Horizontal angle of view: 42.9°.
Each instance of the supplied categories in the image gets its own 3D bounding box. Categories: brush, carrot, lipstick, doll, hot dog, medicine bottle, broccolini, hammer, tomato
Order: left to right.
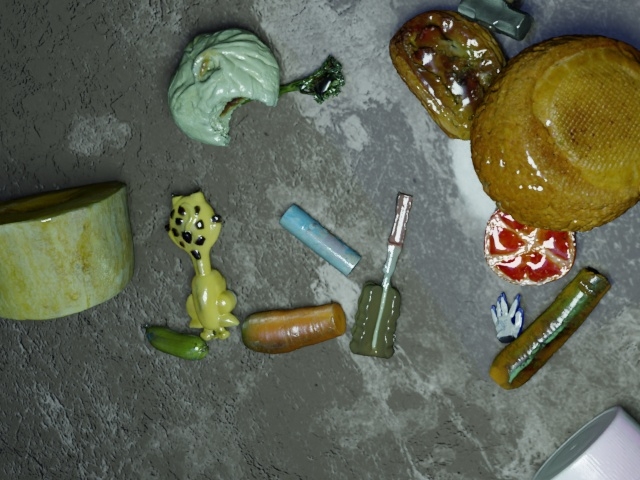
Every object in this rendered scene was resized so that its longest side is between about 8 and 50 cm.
[{"bbox_3d":[-0.220,0.048,1.535,0.117,0.086,0.291,-7,101,25],"label":"doll"},{"bbox_3d":[-0.071,-0.263,1.456,0.254,0.071,0.057,-11,136,26],"label":"broccolini"},{"bbox_3d":[-0.050,0.166,1.514,0.193,0.087,0.087,-6,100,15],"label":"carrot"},{"bbox_3d":[0.000,0.000,1.477,0.158,0.048,0.048,38,110,6],"label":"lipstick"},{"bbox_3d":[0.118,0.063,1.454,0.084,0.071,0.301,11,97,-2],"label":"brush"},{"bbox_3d":[0.210,-0.272,1.317,0.160,0.099,0.227,-42,86,-9],"label":"hot dog"},{"bbox_3d":[0.347,-0.002,1.356,0.155,0.069,0.155,3,103,13],"label":"tomato"},{"bbox_3d":[0.387,0.150,1.381,0.070,0.070,0.260,39,109,6],"label":"carrot"},{"bbox_3d":[0.347,-0.482,1.229,0.111,0.043,0.365,35,99,29],"label":"hammer"},{"bbox_3d":[0.522,0.454,1.304,0.325,0.256,0.256,48,111,11],"label":"medicine bottle"}]

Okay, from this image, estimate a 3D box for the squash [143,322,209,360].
[{"bbox_3d":[-0.285,0.197,1.579,0.183,0.052,0.052,11,107,40],"label":"squash"}]

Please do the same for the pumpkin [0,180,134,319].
[{"bbox_3d":[-0.497,0.021,1.491,0.332,0.332,0.199,-6,101,19],"label":"pumpkin"}]

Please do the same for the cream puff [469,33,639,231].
[{"bbox_3d":[0.362,-0.155,1.227,0.303,0.212,0.303,1,85,-16],"label":"cream puff"}]

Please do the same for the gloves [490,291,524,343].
[{"bbox_3d":[0.323,0.131,1.399,0.064,0.026,0.086,-30,53,39],"label":"gloves"}]

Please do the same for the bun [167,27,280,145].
[{"bbox_3d":[-0.176,-0.269,1.408,0.204,0.126,0.212,30,97,26],"label":"bun"}]
